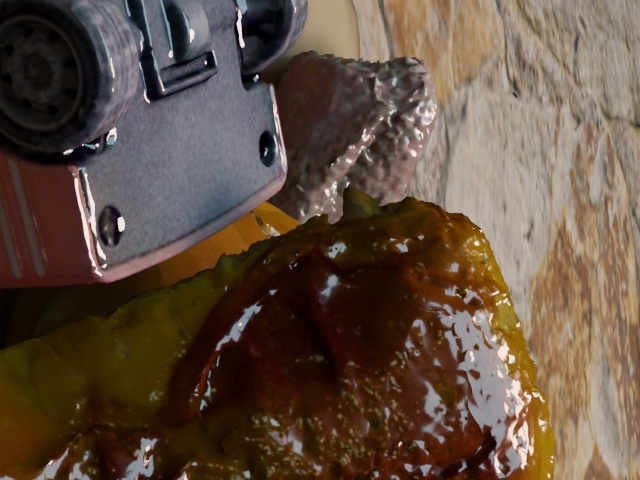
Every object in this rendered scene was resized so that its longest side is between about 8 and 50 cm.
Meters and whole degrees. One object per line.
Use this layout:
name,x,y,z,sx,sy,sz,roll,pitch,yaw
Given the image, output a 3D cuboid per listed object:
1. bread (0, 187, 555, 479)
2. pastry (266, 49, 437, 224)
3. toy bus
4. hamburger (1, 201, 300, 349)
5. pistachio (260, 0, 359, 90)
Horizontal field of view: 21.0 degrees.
bread,-0.078,0.111,0.794,0.380,0.109,0.185,-23,98,-16
pastry,-0.013,0.001,1.082,0.112,0.103,0.265,8,111,-21
toy bus,-0.167,-0.196,0.804,0.203,0.233,0.427,-32,112,-59
hamburger,-0.097,0.090,0.925,0.156,0.144,0.283,37,53,-41
pistachio,-0.044,-0.149,1.112,0.152,0.126,0.223,-57,141,-23
